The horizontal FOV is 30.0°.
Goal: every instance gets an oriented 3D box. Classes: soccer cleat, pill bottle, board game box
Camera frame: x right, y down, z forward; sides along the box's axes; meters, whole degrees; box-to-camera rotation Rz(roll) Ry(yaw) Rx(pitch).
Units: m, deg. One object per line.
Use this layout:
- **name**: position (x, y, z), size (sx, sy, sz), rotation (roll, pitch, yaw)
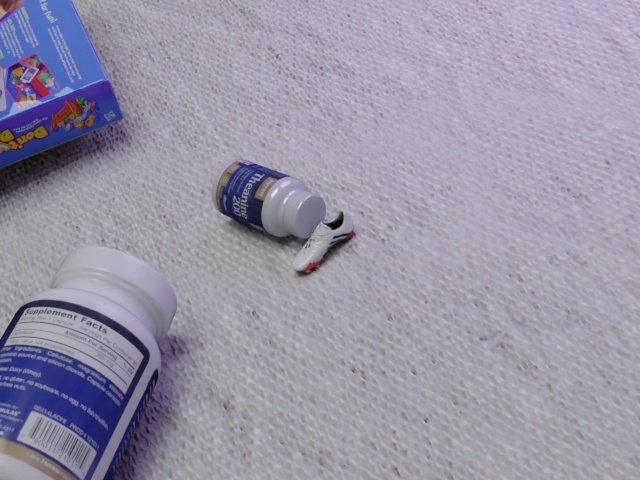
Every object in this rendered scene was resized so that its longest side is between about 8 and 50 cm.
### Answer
- **soccer cleat**: position (0.000, 0.000, 1.250), size (0.083, 0.035, 0.029), rotation (-37, 45, -17)
- **pill bottle**: position (-0.240, 0.141, 1.120), size (0.153, 0.153, 0.264), rotation (2, 47, 24)
- **pill bottle**: position (-0.055, -0.043, 1.292), size (0.120, 0.067, 0.067), rotation (22, 58, 37)
- **board game box**: position (-0.422, -0.252, 1.522), size (0.233, 0.078, 0.347), rotation (-23, 57, -9)
